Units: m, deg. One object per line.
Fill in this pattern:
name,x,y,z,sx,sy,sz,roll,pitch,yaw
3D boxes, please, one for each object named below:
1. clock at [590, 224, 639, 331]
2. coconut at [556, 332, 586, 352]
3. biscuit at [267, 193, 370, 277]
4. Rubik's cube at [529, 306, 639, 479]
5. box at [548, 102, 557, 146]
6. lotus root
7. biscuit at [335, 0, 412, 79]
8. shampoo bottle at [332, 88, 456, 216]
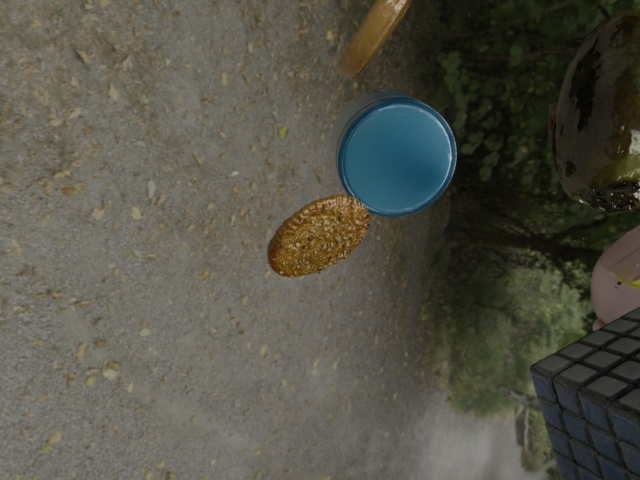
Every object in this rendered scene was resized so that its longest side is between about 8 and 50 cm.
clock,0.727,0.133,0.888,0.377,0.368,0.250,49,16,-4
coconut,0.609,0.269,1.113,0.088,0.087,0.096,29,81,-58
biscuit,0.000,0.000,1.022,0.253,0.035,0.254,-21,148,-14
Rubik's cube,0.464,0.250,0.612,0.238,0.237,0.237,-23,100,-16
box,0.465,-0.227,0.921,0.046,0.012,0.083,-92,178,-81
lotus root,0.397,-0.178,0.625,0.160,0.151,0.275,150,-40,-73
biscuit,0.130,-0.401,0.737,0.052,0.275,0.355,31,66,-10
shampoo bottle,0.203,-0.284,1.430,0.343,0.331,0.331,-96,179,-66
